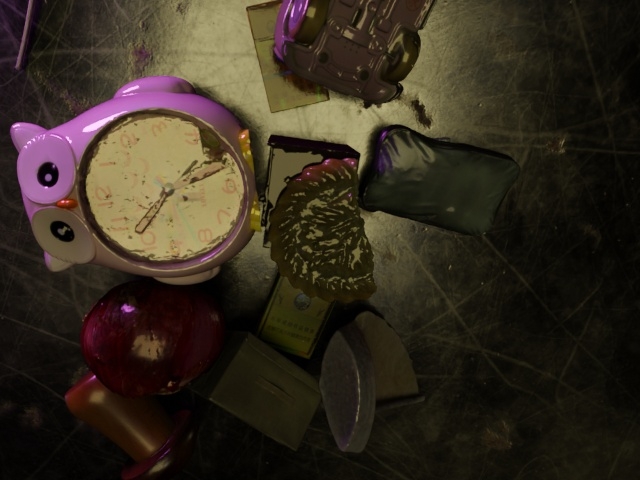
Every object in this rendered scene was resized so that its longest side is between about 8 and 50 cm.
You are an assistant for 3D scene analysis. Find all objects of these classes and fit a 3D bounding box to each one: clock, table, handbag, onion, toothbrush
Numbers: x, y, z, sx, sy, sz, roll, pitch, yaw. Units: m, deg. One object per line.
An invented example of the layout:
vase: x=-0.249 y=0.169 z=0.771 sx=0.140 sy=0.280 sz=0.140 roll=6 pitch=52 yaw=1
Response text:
clock: x=-0.307 y=-0.096 z=0.764 sx=0.378 sy=0.250 sz=0.367 roll=-8 pitch=106 yaw=-9
table: x=-0.032 y=-0.094 z=0.827 sx=0.173 sy=0.169 sz=0.192 roll=6 pitch=108 yaw=-6
handbag: x=0.242 y=-0.118 z=0.884 sx=0.333 sy=0.074 sz=0.191 roll=11 pitch=118 yaw=-12
onion: x=-0.321 y=0.180 z=0.838 sx=0.277 sy=0.276 sz=0.275 roll=-1 pitch=107 yaw=-4
toothbrush: x=-0.508 y=-0.447 z=0.755 sx=0.028 sy=0.026 sz=0.294 roll=22 pitch=104 yaw=-26

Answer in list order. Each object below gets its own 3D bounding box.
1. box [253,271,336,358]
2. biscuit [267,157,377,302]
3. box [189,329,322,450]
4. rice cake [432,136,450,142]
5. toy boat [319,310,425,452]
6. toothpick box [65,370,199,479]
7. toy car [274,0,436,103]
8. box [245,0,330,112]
box: x=-0.049 y=0.146 z=0.956 sx=0.141 sy=0.064 sz=0.219 roll=22 pitch=103 yaw=-9
biscuit: x=0.000 y=0.000 z=0.752 sx=0.188 sy=0.036 sz=0.273 roll=-14 pitch=109 yaw=-1
box: x=-0.131 y=0.321 z=0.920 sx=0.231 sy=0.155 sz=0.148 roll=41 pitch=63 yaw=-20
rice cake: x=0.214 y=-0.201 z=0.889 sx=0.121 sy=0.021 sz=0.022 roll=-5 pitch=118 yaw=-4
toy boat: x=0.111 y=0.295 z=0.955 sx=0.111 sy=0.294 sz=0.275 roll=-10 pitch=95 yaw=40
toothpick box: x=-0.413 y=0.405 z=0.948 sx=0.192 sy=0.192 sz=0.294 roll=-36 pitch=101 yaw=7
toy car: x=0.069 y=-0.441 z=0.723 sx=0.243 sy=0.226 sz=0.335 roll=9 pitch=123 yaw=-26
box: x=-0.060 y=-0.357 z=0.816 sx=0.122 sy=0.030 sz=0.192 roll=-13 pitch=108 yaw=-1
